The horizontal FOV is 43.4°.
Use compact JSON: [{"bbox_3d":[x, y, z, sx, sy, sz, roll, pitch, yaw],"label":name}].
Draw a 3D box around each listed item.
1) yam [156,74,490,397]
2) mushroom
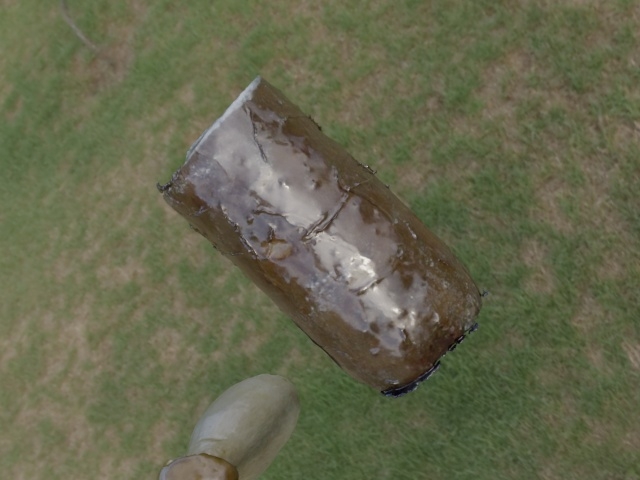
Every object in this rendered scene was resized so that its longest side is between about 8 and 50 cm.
[{"bbox_3d":[0.000,0.000,0.359,0.079,0.141,0.079,-45,10,10],"label":"yam"},{"bbox_3d":[-0.119,0.282,1.140,0.128,0.128,0.350,-33,2,17],"label":"mushroom"}]
